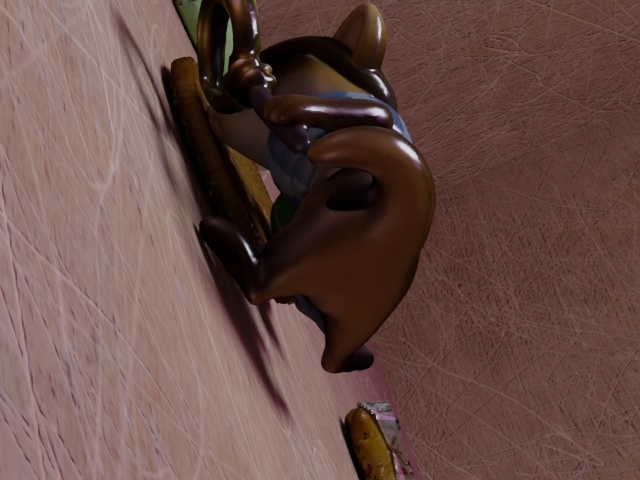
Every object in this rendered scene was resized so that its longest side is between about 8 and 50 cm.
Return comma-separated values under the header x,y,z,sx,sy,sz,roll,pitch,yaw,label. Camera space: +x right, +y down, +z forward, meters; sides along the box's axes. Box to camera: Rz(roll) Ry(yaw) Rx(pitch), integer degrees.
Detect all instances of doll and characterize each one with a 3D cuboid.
x,y,z,sx,sy,sz,roll,pitch,yaw,label
-0.010,-0.067,1.216,0.340,0.209,0.318,-98,180,-47,doll

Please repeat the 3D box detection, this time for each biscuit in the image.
x,y,z,sx,sy,sz,roll,pitch,yaw,label
-0.097,-0.064,1.427,0.305,0.038,0.305,-24,90,-86,biscuit

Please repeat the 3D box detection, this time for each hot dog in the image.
x,y,z,sx,sy,sz,roll,pitch,yaw,label
0.092,0.322,1.670,0.131,0.069,0.253,82,-9,-62,hot dog

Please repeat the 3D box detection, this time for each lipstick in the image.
x,y,z,sx,sy,sz,roll,pitch,yaw,label
-0.132,-0.251,1.959,0.076,0.076,0.304,-108,174,-61,lipstick

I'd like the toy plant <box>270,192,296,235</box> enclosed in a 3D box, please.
x,y,z,sx,sy,sz,roll,pitch,yaw,label
0.000,0.000,1.376,0.093,0.092,0.162,62,6,-63,toy plant
